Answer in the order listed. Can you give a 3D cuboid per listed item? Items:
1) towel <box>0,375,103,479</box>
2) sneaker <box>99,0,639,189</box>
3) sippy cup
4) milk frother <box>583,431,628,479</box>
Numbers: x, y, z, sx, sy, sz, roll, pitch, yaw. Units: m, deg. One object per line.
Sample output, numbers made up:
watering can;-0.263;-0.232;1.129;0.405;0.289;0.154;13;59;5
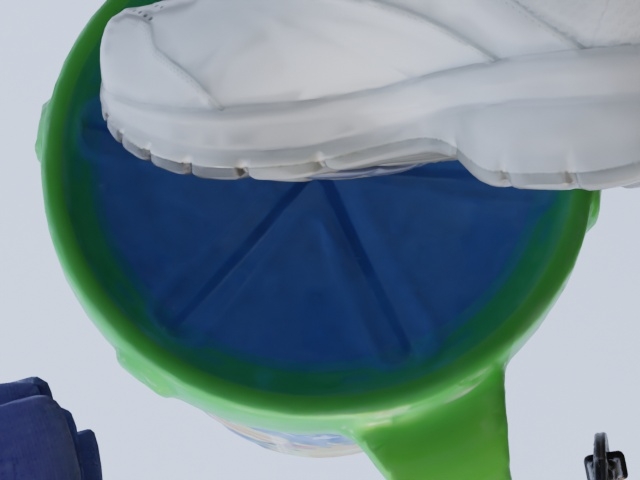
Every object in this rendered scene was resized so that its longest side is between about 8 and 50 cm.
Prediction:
towel;-0.153;0.194;0.399;0.243;0.040;0.336;-7;-123;-11
sneaker;0.032;-0.084;0.581;0.111;0.297;0.129;-13;-80;-46
sippy cup;0.000;0.000;0.805;0.240;0.224;0.305;12;-110;5
milk frother;0.110;0.188;0.958;0.134;0.129;0.143;-4;-106;-7
